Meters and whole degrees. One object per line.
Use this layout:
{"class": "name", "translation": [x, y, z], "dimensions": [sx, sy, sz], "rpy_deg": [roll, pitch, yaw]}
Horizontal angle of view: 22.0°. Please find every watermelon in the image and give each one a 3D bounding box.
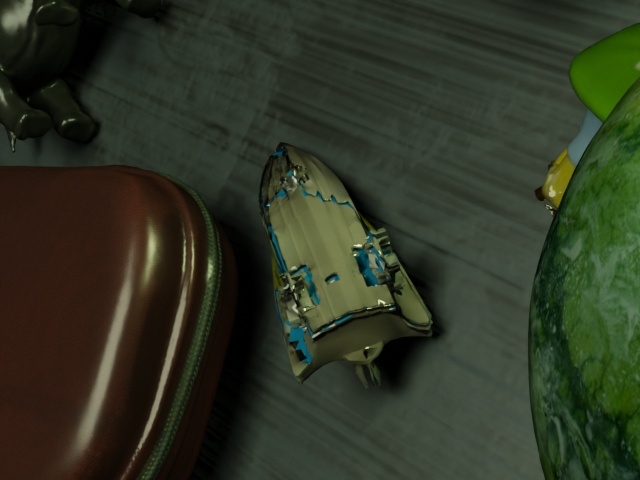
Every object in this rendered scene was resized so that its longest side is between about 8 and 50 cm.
{"class": "watermelon", "translation": [0.161, 0.036, 0.579], "dimensions": [0.305, 0.180, 0.224], "rpy_deg": [115, 178, -46]}

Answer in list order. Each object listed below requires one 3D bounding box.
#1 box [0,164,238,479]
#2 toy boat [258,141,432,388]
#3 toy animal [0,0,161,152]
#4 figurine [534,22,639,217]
{"class": "box", "translation": [-0.214, 0.071, 1.141], "dimensions": [0.404, 0.108, 0.263], "rpy_deg": [4, 76, 48]}
{"class": "toy boat", "translation": [0.000, 0.000, 0.984], "dimensions": [0.084, 0.066, 0.210], "rpy_deg": [-22, 40, 0]}
{"class": "toy animal", "translation": [-0.206, -0.187, 1.244], "dimensions": [0.245, 0.114, 0.146], "rpy_deg": [-56, 42, 13]}
{"class": "figurine", "translation": [0.190, -0.116, 0.767], "dimensions": [0.143, 0.162, 0.263], "rpy_deg": [37, 118, 7]}
